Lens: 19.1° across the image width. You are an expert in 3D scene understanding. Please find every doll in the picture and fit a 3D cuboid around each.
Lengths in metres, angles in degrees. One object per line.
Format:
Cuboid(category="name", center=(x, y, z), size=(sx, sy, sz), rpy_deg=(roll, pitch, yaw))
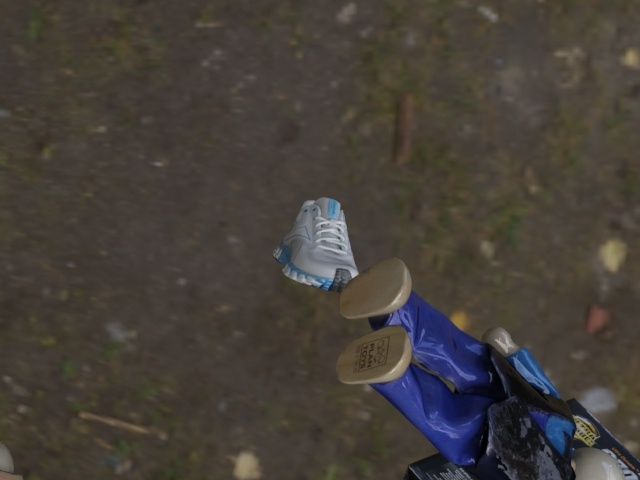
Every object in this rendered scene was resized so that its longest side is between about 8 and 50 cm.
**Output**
Cuboid(category="doll", center=(0.082, 0.088, 0.912), size=(0.189, 0.046, 0.129), rpy_deg=(37, 41, -36))

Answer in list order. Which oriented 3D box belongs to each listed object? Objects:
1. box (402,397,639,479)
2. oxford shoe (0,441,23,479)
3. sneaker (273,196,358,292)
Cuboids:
Cuboid(category="box", center=(0.189, 0.225, 1.408), size=(0.175, 0.220, 0.051), rpy_deg=(-18, 138, -34))
Cuboid(category="oxford shoe", center=(-0.325, 0.120, 1.392), size=(0.397, 0.140, 0.146), rpy_deg=(49, 31, -68))
Cuboid(category="sneaker", center=(0.000, 0.000, 1.909), size=(0.071, 0.190, 0.083), rpy_deg=(17, 98, -19))
